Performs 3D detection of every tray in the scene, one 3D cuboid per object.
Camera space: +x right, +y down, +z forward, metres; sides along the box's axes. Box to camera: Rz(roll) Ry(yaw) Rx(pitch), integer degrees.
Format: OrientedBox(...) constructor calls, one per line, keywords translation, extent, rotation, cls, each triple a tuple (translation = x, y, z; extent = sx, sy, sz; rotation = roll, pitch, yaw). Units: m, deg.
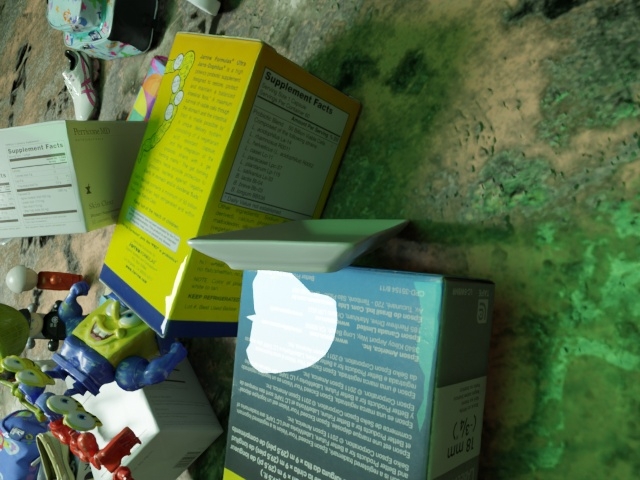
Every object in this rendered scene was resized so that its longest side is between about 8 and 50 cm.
OrientedBox(translation=(0.000, 0.000, 0.497), extent=(0.145, 0.270, 0.030), rotation=(2, 96, 18), cls="tray")

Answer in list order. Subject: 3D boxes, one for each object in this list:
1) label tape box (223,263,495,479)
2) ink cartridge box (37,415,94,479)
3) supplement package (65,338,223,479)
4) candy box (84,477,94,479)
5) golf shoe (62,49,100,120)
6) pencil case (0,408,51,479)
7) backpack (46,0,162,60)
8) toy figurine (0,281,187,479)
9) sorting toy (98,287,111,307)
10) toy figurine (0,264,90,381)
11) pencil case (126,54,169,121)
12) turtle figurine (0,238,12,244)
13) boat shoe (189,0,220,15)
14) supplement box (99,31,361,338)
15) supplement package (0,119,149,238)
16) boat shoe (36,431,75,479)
OrientedBox(translation=(0.021, 0.190, 0.484), extent=(0.240, 0.105, 0.334), rotation=(5, 88, 42), cls="label tape box")
OrientedBox(translation=(-0.497, 0.482, 0.973), extent=(0.165, 0.065, 0.333), rotation=(8, 86, 41), cls="ink cartridge box")
OrientedBox(translation=(-0.287, 0.241, 0.780), extent=(0.139, 0.134, 0.244), rotation=(-46, 55, 9), cls="supplement package")
OrientedBox(translation=(-0.361, 0.495, 0.824), extent=(0.053, 0.109, 0.187), rotation=(-34, 61, 30), cls="candy box")
OrientedBox(translation=(-0.590, -0.373, 1.203), extent=(0.067, 0.086, 0.186), rotation=(-17, 72, 35), cls="golf shoe")
OrientedBox(translation=(-0.658, 0.525, 1.064), extent=(0.133, 0.119, 0.306), rotation=(18, 93, 21), cls="pencil case")
OrientedBox(translation=(-0.477, -0.516, 1.076), extent=(0.253, 0.191, 0.225), rotation=(10, 93, 47), cls="backpack")
OrientedBox(translation=(-0.302, 0.152, 0.689), extent=(0.362, 0.217, 0.191), rotation=(22, 137, 29), cls="toy figurine")
OrientedBox(translation=(-0.380, 0.125, 0.958), extent=(0.193, 0.038, 0.208), rotation=(27, 99, 40), cls="sorting toy")
OrientedBox(translation=(-0.593, 0.178, 1.039), extent=(0.210, 0.148, 0.213), rotation=(-57, 47, 23), cls="toy figurine")
OrientedBox(translation=(-0.306, -0.225, 0.926), extent=(0.104, 0.104, 0.236), rotation=(47, 113, 36), cls="pencil case")
OrientedBox(translation=(-0.715, -0.119, 1.192), extent=(0.266, 0.274, 0.198), rotation=(-12, 109, 34), cls="turtle figurine")
OrientedBox(translation=(-0.248, -0.533, 0.938), extent=(0.102, 0.108, 0.301), rotation=(-50, 47, 23), cls="boat shoe")
OrientedBox(translation=(-0.126, -0.068, 0.679), extent=(0.195, 0.194, 0.357), rotation=(25, 98, 40), cls="supplement box")
OrientedBox(translation=(-0.367, -0.102, 0.761), extent=(0.203, 0.262, 0.145), rotation=(-4, 103, 15), cls="supplement package")
OrientedBox(translation=(-0.484, 0.425, 0.898), extent=(0.056, 0.048, 0.153), rotation=(-34, 62, 30), cls="boat shoe")
